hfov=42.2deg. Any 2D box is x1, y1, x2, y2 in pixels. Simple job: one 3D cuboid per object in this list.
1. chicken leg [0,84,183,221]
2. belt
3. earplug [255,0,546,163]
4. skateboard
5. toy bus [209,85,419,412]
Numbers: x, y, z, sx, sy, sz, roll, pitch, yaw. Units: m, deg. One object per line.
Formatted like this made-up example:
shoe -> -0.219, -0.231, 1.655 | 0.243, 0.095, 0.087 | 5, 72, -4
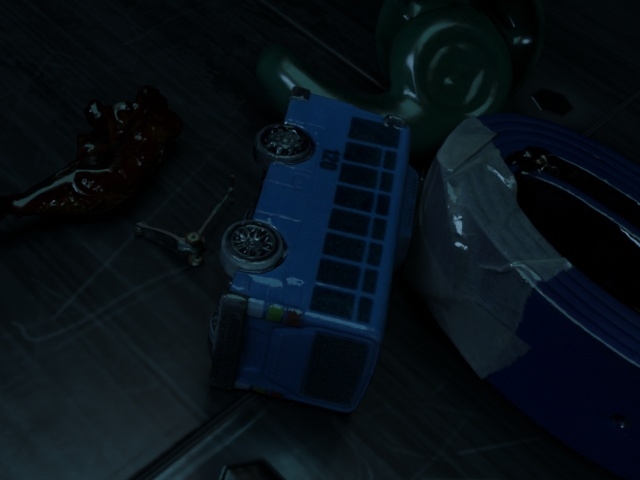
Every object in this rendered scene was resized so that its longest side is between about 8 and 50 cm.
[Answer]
chicken leg -> -0.184, -0.063, 0.683 | 0.089, 0.048, 0.219 | 22, 47, 10
belt -> 0.223, 0.046, 0.650 | 0.347, 0.117, 0.212 | 42, 50, 20
earplug -> 0.094, -0.186, 0.828 | 0.257, 0.164, 0.280 | -15, 30, 19
skateboard -> -0.106, -0.023, 0.684 | 0.063, 0.032, 0.083 | 19, 48, 17
toy bus -> 0.000, 0.000, 0.631 | 0.133, 0.116, 0.234 | 13, 47, 1
